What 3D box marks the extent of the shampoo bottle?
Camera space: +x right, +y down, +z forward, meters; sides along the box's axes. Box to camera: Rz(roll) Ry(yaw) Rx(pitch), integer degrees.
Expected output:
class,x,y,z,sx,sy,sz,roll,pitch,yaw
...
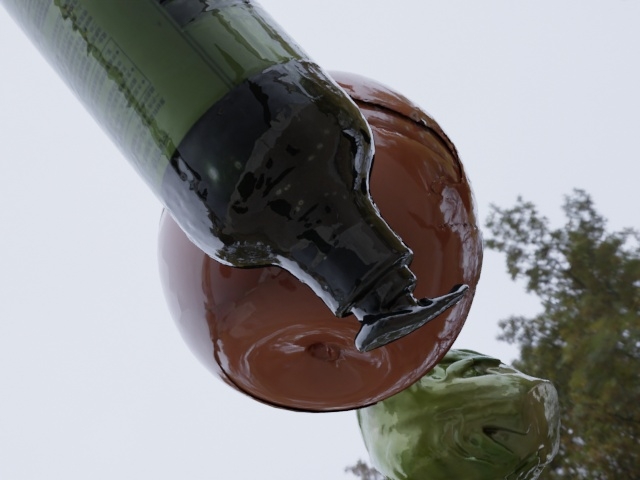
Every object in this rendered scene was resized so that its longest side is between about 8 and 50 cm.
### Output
class,x,y,z,sx,sy,sz,roll,pitch,yaw
shampoo bottle,-0.048,-0.062,0.376,0.101,0.101,0.284,-41,-107,-1

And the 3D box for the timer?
class,x,y,z,sx,sy,sz,roll,pitch,yaw
timer,0.000,0.000,0.558,0.230,0.215,0.229,0,-42,0

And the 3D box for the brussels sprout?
class,x,y,z,sx,sy,sz,roll,pitch,yaw
brussels sprout,0.144,0.198,0.846,0.223,0.223,0.161,13,-96,-12
